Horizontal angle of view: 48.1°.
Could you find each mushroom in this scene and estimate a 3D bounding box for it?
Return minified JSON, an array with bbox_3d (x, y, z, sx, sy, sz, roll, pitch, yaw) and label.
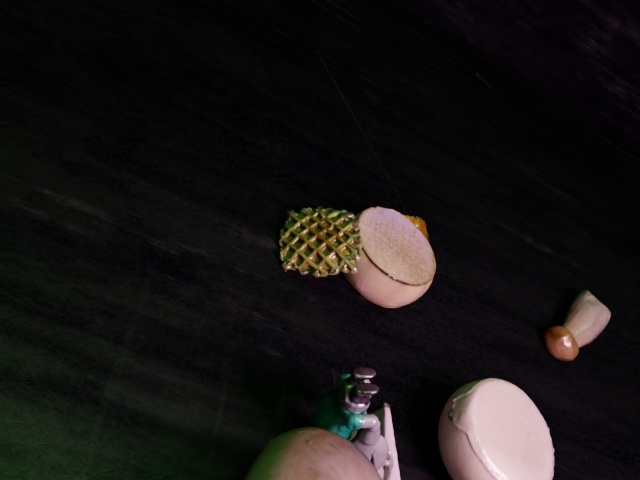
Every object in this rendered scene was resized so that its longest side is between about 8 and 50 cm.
[{"bbox_3d":[-0.029,0.506,1.214,0.362,0.294,0.362,51,27,-38],"label":"mushroom"},{"bbox_3d":[0.783,0.248,2.159,0.350,0.128,0.128,-27,75,-43],"label":"mushroom"}]

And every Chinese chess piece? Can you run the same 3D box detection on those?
[{"bbox_3d":[0.172,0.041,1.856,0.270,0.112,0.270,22,44,-23],"label":"Chinese chess piece"}]

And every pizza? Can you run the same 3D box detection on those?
[{"bbox_3d":[0.257,-0.022,2.031,0.178,0.041,0.131,37,43,-6],"label":"pizza"}]

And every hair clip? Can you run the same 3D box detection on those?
[{"bbox_3d":[0.112,0.478,1.446,0.101,0.085,0.331,35,33,-39],"label":"hair clip"}]

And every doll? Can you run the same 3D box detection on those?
[{"bbox_3d":[0.063,0.355,1.380,0.153,0.258,0.195,10,71,-15],"label":"doll"}]

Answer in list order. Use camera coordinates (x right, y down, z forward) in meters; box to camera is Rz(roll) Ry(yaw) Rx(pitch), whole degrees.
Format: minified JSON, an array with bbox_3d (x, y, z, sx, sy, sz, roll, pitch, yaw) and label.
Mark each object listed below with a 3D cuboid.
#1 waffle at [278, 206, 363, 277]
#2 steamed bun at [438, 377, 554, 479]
[{"bbox_3d":[0.000,0.000,1.744,0.207,0.054,0.214,-2,51,11],"label":"waffle"},{"bbox_3d":[0.377,0.460,1.606,0.282,0.177,0.283,20,49,-24],"label":"steamed bun"}]
